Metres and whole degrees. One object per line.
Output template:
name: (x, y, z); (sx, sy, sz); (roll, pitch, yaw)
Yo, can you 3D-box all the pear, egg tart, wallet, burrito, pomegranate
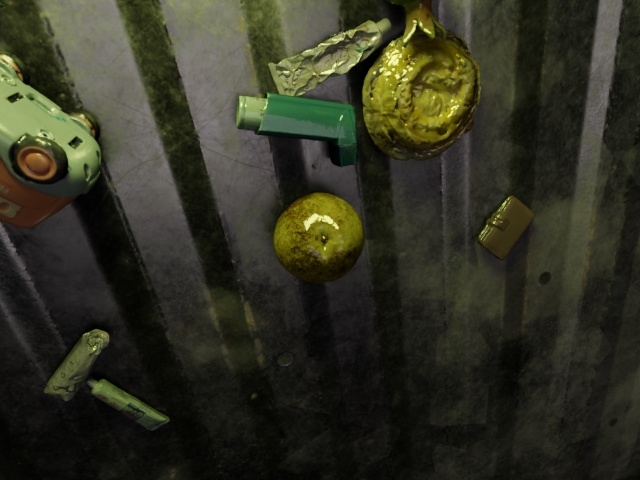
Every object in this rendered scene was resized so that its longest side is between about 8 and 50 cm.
pear: (0.000, 0.000, 0.886); (0.197, 0.197, 0.198); (-6, 115, -14)
egg tart: (0.222, -0.297, 0.873); (0.278, 0.095, 0.279); (-6, 115, -13)
wallet: (0.488, -0.034, 1.100); (0.117, 0.039, 0.153); (33, 97, -28)
burrito: (-0.534, 0.276, 0.918); (0.064, 0.064, 0.203); (33, 102, -26)
pomegranate: (0.173, -0.465, 0.739); (0.156, 0.156, 0.221); (-17, 92, -9)

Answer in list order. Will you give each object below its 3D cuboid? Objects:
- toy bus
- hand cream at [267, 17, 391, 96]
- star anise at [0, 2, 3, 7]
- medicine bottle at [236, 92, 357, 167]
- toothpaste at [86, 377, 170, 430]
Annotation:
toy bus: (-0.522, -0.151, 0.673); (0.232, 0.194, 0.287); (-42, 119, 18)
hand cream: (0.025, -0.361, 0.814); (0.256, 0.050, 0.084); (-27, 121, -1)
star anise: (-0.606, -0.366, 0.611); (0.204, 0.061, 0.181); (29, 102, -26)
medicine bottle: (-0.038, -0.225, 0.834); (0.257, 0.079, 0.124); (4, 114, -18)
toothpaste: (-0.467, 0.395, 1.004); (0.060, 0.038, 0.233); (-35, 121, 4)
